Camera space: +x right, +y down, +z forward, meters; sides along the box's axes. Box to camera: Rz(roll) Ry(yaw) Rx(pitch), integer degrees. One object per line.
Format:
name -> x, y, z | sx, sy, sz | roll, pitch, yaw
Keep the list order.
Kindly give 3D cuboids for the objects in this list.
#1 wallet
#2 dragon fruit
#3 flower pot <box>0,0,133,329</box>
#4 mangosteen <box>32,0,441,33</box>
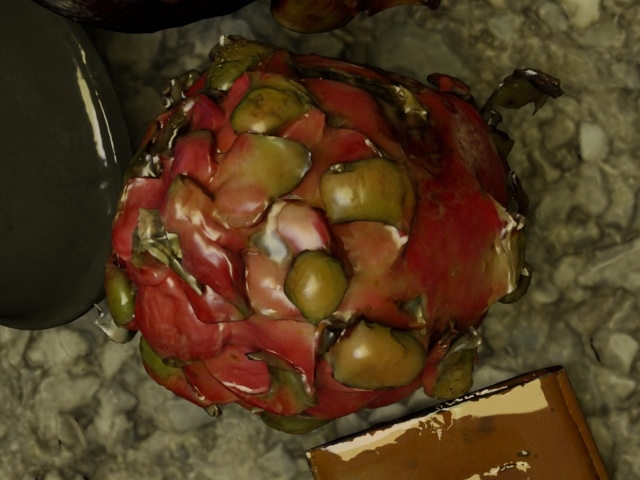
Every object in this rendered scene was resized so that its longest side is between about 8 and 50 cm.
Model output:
wallet -> 0.105, 0.184, 1.294 | 0.196, 0.042, 0.161 | -21, 98, 11
dragon fruit -> 0.000, 0.000, 1.159 | 0.269, 0.291, 0.250 | 8, 94, 8
flower pot -> -0.268, -0.045, 1.217 | 0.269, 0.166, 0.269 | 17, 118, 35
mangosteen -> -0.064, -0.255, 1.128 | 0.347, 0.307, 0.306 | 28, 102, 1
